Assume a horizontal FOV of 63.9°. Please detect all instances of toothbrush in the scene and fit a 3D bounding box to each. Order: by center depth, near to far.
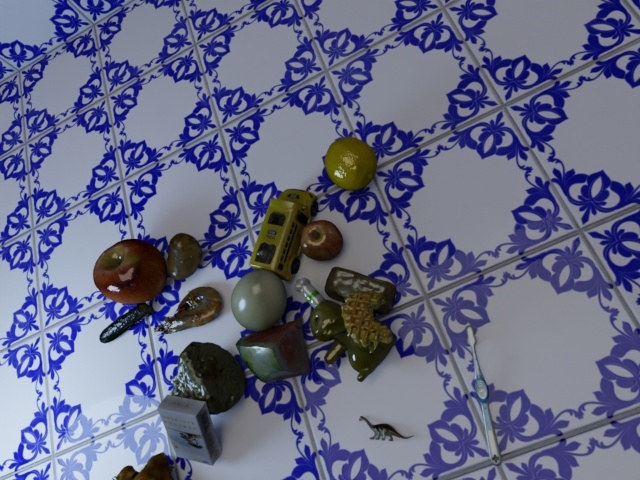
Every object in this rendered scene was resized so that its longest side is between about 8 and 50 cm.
[{"bbox_3d":[0.463,0.436,1.469,0.040,0.040,0.387,-13,68,16],"label":"toothbrush"}]

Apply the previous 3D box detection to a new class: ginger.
[{"bbox_3d":[-0.589,0.877,1.659,0.274,0.152,0.358,19,78,45],"label":"ginger"}]

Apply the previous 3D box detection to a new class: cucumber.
[{"bbox_3d":[-0.755,0.320,1.956,0.245,0.067,0.067,-34,63,5],"label":"cucumber"}]

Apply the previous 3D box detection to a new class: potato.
[{"bbox_3d":[-0.513,0.060,1.926,0.137,0.137,0.176,19,100,25],"label":"potato"}]

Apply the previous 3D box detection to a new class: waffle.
[{"bbox_3d":[0.141,0.222,1.495,0.148,0.051,0.194,-9,44,-12],"label":"waffle"}]

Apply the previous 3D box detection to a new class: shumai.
[{"bbox_3d":[-0.395,0.484,1.725,0.218,0.189,0.256,-46,67,24],"label":"shumai"}]

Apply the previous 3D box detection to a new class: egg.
[{"bbox_3d":[-0.203,0.198,1.700,0.185,0.242,0.186,8,52,-10],"label":"egg"}]

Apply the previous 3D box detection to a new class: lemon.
[{"bbox_3d":[0.101,-0.267,1.776,0.203,0.178,0.178,39,88,26],"label":"lemon"}]

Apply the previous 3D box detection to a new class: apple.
[{"bbox_3d":[0.000,0.000,1.741,0.146,0.131,0.147,-3,77,14],"label":"apple"},{"bbox_3d":[-0.708,0.121,1.931,0.271,0.206,0.252,-14,53,17],"label":"apple"}]

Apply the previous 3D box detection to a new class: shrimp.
[{"bbox_3d":[-0.491,0.256,1.880,0.286,0.063,0.152,-20,64,10],"label":"shrimp"}]

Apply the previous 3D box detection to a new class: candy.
[{"bbox_3d":[0.127,0.162,1.657,0.233,0.102,0.104,17,78,22],"label":"candy"}]

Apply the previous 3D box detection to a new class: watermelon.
[{"bbox_3d":[-0.154,0.350,1.662,0.310,0.231,0.193,-41,53,55],"label":"watermelon"}]

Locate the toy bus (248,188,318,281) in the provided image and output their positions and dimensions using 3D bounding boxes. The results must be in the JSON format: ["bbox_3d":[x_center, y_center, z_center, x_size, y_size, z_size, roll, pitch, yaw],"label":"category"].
[{"bbox_3d":[-0.127,-0.037,1.795,0.145,0.151,0.332,11,77,26],"label":"toy bus"}]

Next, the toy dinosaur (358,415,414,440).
[{"bbox_3d":[0.190,0.575,1.525,0.180,0.037,0.058,10,80,24],"label":"toy dinosaur"}]

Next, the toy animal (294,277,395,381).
[{"bbox_3d":[0.046,0.277,1.600,0.362,0.181,0.180,23,46,20],"label":"toy animal"}]

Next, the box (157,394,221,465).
[{"bbox_3d":[-0.417,0.610,1.646,0.149,0.233,0.067,5,32,23],"label":"box"}]
